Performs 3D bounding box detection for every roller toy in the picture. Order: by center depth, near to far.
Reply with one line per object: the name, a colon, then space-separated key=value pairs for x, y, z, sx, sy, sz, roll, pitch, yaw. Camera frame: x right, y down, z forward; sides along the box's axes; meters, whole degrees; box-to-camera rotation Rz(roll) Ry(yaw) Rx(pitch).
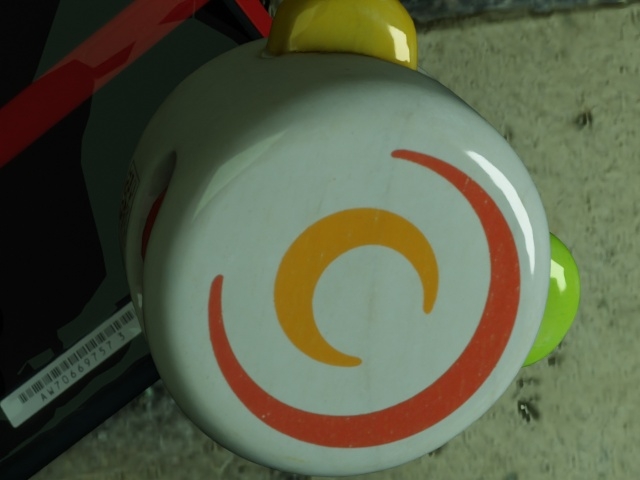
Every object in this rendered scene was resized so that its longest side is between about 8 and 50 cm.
roller toy: x=0.000 y=0.000 z=0.759 sx=0.191 sy=0.146 sz=0.209 roll=-34 pitch=114 yaw=0

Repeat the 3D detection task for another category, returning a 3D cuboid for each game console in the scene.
game console: x=-0.204 y=-0.042 z=0.915 sx=0.386 sy=0.060 sz=0.342 roll=-38 pitch=77 yaw=8
